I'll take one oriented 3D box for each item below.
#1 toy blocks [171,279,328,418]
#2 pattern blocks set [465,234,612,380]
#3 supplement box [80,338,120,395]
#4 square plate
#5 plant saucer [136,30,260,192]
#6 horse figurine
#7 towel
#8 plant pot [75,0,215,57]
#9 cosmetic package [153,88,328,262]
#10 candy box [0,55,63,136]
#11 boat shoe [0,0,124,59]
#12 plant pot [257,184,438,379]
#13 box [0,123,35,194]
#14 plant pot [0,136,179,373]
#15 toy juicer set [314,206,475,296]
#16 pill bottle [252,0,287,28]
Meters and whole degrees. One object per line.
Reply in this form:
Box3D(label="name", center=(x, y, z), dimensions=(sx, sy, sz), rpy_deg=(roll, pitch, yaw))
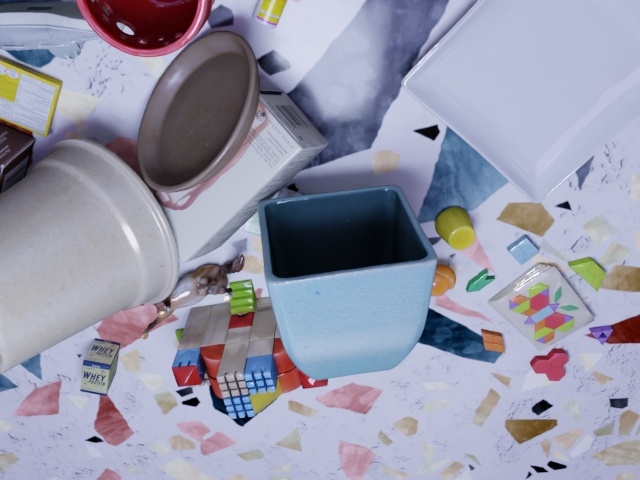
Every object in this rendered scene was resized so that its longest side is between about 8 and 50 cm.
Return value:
Box3D(label="toy blocks", center=(-0.125, 0.223, 1.249), dimensions=(0.382, 0.261, 0.190), rpy_deg=(-8, 119, 6))
Box3D(label="pattern blocks set", center=(0.454, 0.142, 1.324), dimensions=(0.325, 0.026, 0.285), rpy_deg=(32, 115, -15))
Box3D(label="supplement box", center=(-0.471, 0.271, 1.385), dimensions=(0.056, 0.083, 0.083), rpy_deg=(13, 117, -7))
Box3D(label="square plate", center=(0.373, -0.283, 1.077), dimensions=(0.347, 0.049, 0.344), rpy_deg=(37, 113, -17))
Box3D(label="plant saucer", center=(-0.194, -0.202, 1.032), dimensions=(0.278, 0.278, 0.041), rpy_deg=(-41, 140, 21))
Box3D(label="horse figurine", center=(-0.255, 0.101, 1.259), dimensions=(0.263, 0.174, 0.066), rpy_deg=(-27, 107, 1))
Box3D(label="towel", center=(-0.094, -0.052, 1.231), dimensions=(0.152, 0.023, 0.113), rpy_deg=(16, 119, -7))
Box3D(label="plant pot", center=(-0.249, -0.386, 0.963), dimensions=(0.191, 0.174, 0.191), rpy_deg=(0, 119, 0))
Box3D(label="cosmetic package", center=(-0.148, -0.112, 1.113), dimensions=(0.296, 0.153, 0.129), rpy_deg=(-42, 88, 20))
Box3D(label="candy box", center=(-0.561, -0.268, 1.120), dimensions=(0.206, 0.027, 0.105), rpy_deg=(23, 120, -11))
Box3D(label="boat shoe", center=(-0.425, -0.340, 1.056), dimensions=(0.228, 0.079, 0.081), rpy_deg=(4, 128, 5))
Box3D(label="plant pot", center=(0.037, 0.084, 1.067), dimensions=(0.248, 0.247, 0.252), rpy_deg=(-7, 123, -5))
Box3D(label="box", center=(-0.725, -0.157, 1.125), dimensions=(0.381, 0.143, 0.191), rpy_deg=(23, 118, -9))
Box3D(label="plant pot", center=(-0.460, 0.044, 1.058), dimensions=(0.334, 0.305, 0.333), rpy_deg=(21, 130, 26))
Box3D(label="toy juicer set", center=(0.118, 0.031, 1.235), dimensions=(0.329, 0.089, 0.209), rpy_deg=(1, 121, -12))
Box3D(label="pill bottle", center=(-0.075, -0.386, 1.033), dimensions=(0.043, 0.043, 0.083), rpy_deg=(23, 118, -11))
